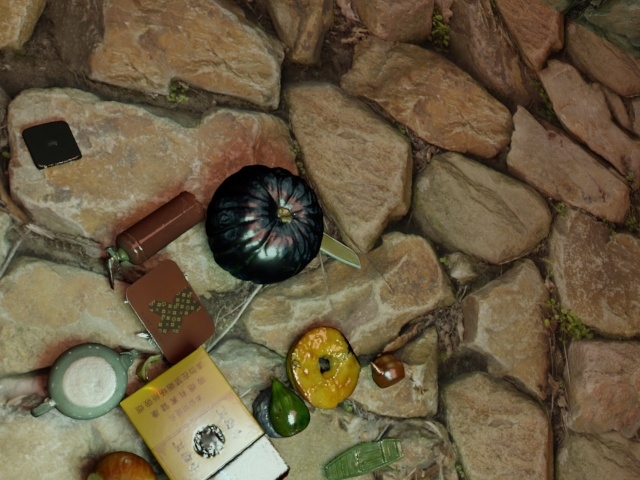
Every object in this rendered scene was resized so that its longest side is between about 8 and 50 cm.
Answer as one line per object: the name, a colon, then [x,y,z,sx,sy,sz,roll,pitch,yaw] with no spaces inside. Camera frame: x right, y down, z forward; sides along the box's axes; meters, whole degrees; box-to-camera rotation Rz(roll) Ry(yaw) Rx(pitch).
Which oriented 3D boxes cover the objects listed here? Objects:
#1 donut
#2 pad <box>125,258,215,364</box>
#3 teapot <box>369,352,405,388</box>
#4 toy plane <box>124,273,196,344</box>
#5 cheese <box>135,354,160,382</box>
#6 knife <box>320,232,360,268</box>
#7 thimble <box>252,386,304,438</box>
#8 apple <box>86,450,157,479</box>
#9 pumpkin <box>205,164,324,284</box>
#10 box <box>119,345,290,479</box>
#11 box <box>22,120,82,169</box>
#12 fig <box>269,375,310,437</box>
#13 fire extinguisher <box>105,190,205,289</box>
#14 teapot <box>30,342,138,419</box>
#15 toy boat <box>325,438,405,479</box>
donut: [0.006,0.395,1.807,0.254,0.118,0.253,8,72,-25]
pad: [-0.416,0.201,1.628,0.181,0.004,0.267,-42,112,-37]
teapot: [0.220,0.425,1.927,0.173,0.116,0.116,13,71,-53]
toy plane: [-0.437,0.196,1.652,0.226,0.058,0.226,32,62,-17]
cheese: [-0.477,0.347,1.598,0.041,0.060,0.084,40,56,-14]
knife: [0.000,0.001,1.944,0.343,0.027,0.061,31,65,-16]
thimble: [-0.123,0.510,1.722,0.150,0.098,0.150,7,76,-28]
apple: [-0.493,0.629,1.456,0.160,0.173,0.195,-21,93,-28]
pumpkin: [-0.164,-0.051,1.731,0.363,0.266,0.363,6,76,-27]
box: [-0.304,0.527,1.545,0.264,0.116,0.415,-33,81,-22]
box: [-0.749,-0.268,1.614,0.126,0.027,0.125,-23,87,-29]
fig: [-0.098,0.463,1.636,0.117,0.117,0.177,-15,77,-30]
fire extinguisher: [-0.480,0.005,1.656,0.337,0.106,0.147,-40,121,-28]
teapot: [-0.600,0.361,1.491,0.294,0.129,0.193,-30,93,-28]
toy boat: [0.134,0.694,1.840,0.293,0.055,0.093,-7,82,-30]
